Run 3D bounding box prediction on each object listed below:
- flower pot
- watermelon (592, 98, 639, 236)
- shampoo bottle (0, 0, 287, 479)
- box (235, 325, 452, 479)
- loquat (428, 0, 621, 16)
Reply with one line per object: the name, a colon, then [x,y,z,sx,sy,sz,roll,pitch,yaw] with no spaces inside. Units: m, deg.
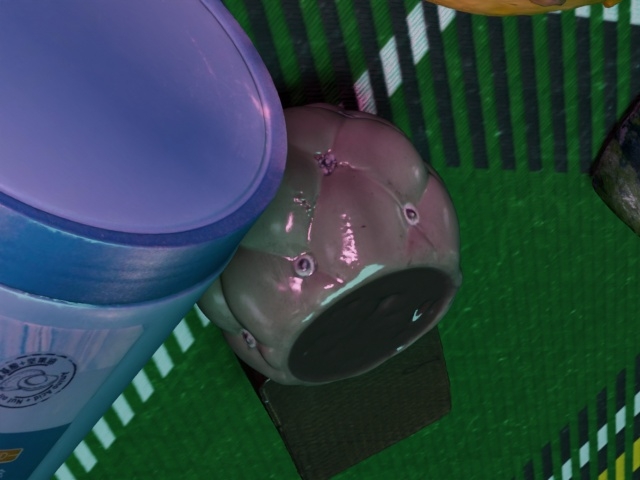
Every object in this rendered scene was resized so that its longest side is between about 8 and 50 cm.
flower pot: [0.000,0.000,1.650,0.246,0.195,0.246,-22,150,-14]
watermelon: [0.481,-0.108,1.944,0.292,0.283,0.250,-47,175,-24]
shampoo bottle: [-0.247,-0.017,1.253,0.331,0.331,0.343,-1,142,-42]
box: [0.014,0.104,1.889,0.184,0.143,0.273,-27,151,-4]
loquat: [0.127,-0.278,1.162,0.328,0.359,0.328,-2,141,-2]
